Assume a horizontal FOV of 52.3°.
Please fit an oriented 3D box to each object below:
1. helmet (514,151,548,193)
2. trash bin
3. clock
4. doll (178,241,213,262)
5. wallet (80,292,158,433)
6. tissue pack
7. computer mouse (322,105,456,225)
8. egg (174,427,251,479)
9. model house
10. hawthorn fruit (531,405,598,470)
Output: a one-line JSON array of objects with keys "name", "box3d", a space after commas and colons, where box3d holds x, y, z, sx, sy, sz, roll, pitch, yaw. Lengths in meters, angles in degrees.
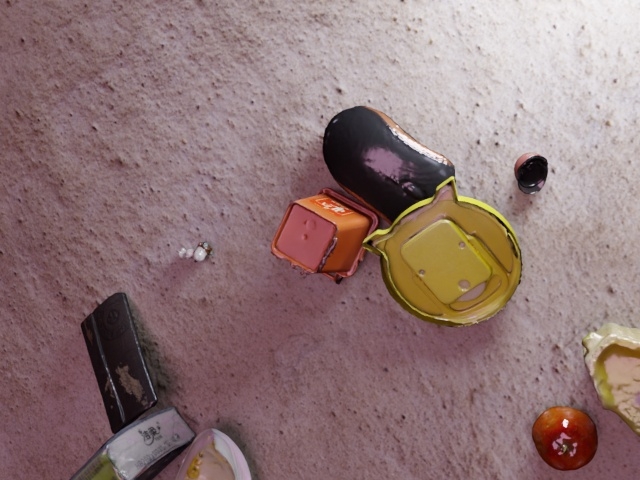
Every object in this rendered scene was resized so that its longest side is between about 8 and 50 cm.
[{"name": "helmet", "box3d": [0.410, -0.138, 1.288, 0.065, 0.049, 0.084, -7, 122, -10]}, {"name": "trash bin", "box3d": [0.000, 0.000, 1.352, 0.161, 0.238, 0.184, 29, 105, 16]}, {"name": "clock", "box3d": [0.260, 0.036, 1.323, 0.277, 0.071, 0.293, -30, 103, 23]}, {"name": "doll", "box3d": [-0.300, 0.029, 1.576, 0.085, 0.058, 0.040, 9, 138, 48]}, {"name": "wallet", "box3d": [-0.507, 0.300, 1.618, 0.170, 0.044, 0.321, -37, 60, 20]}, {"name": "tissue pack", "box3d": [-0.518, 0.589, 1.566, 0.394, 0.288, 0.124, -45, 81, 17]}, {"name": "computer mouse", "box3d": [0.135, -0.151, 1.358, 0.323, 0.116, 0.183, 38, 111, 13]}, {"name": "egg", "box3d": [-0.243, 0.594, 1.532, 0.206, 0.161, 0.271, -22, 49, 58]}, {"name": "model house", "box3d": [0.582, 0.239, 1.177, 0.175, 0.193, 0.234, -47, 75, 18]}, {"name": "hawthorn fruit", "box3d": [0.480, 0.388, 1.265, 0.125, 0.140, 0.125, 0, 91, -13]}]
